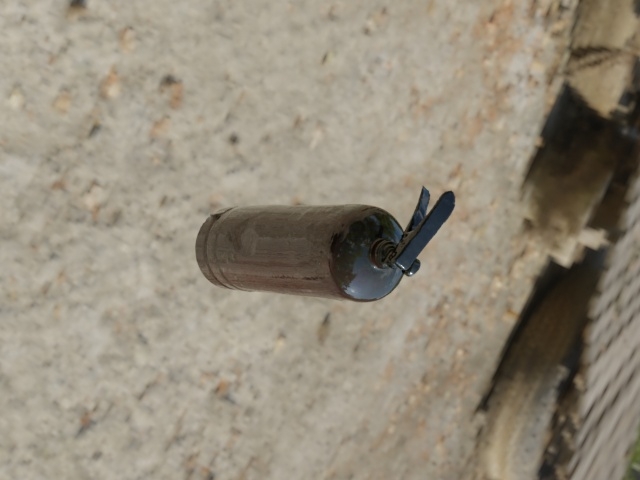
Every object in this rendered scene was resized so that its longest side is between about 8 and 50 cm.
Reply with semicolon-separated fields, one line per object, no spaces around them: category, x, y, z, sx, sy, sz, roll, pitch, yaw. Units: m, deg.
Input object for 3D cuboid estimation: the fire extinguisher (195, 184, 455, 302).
fire extinguisher;0.000;0.000;0.986;0.072;0.268;0.089;38;72;-26
